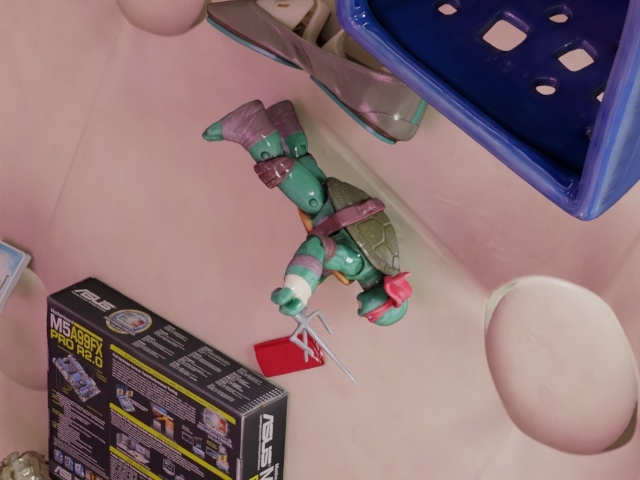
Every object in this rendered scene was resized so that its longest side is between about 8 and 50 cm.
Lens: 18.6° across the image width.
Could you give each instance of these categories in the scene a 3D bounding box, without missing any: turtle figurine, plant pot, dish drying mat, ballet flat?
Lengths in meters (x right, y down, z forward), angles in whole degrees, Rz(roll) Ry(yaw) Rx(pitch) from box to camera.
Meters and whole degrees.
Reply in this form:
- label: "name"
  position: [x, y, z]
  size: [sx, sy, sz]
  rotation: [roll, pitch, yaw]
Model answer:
- label: "turtle figurine"
  position: [0.000, 0.000, 1.541]
  size: [0.234, 0.118, 0.175]
  rotation: [60, 180, 7]
- label: "plant pot"
  position: [0.164, -0.193, 1.167]
  size: [0.236, 0.212, 0.236]
  rotation: [42, 150, 25]
- label: "dish drying mat"
  position: [-0.028, 0.100, 1.695]
  size: [0.083, 0.008, 0.032]
  rotation: [-16, 98, 49]
- label: "ballet flat"
  position: [0.003, -0.150, 1.508]
  size: [0.213, 0.072, 0.068]
  rotation: [36, 104, 28]

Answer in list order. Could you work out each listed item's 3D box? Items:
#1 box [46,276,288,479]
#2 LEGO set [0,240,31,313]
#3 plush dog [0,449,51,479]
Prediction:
- label: "box"
  position: [-0.149, 0.184, 1.826]
  size: [0.270, 0.060, 0.216]
  rotation: [27, 126, 35]
- label: "LEGO set"
  position: [-0.418, 0.085, 1.955]
  size: [0.182, 0.060, 0.244]
  rotation: [25, 84, 37]
- label: "plush dog"
  position: [-0.372, 0.302, 1.910]
  size: [0.225, 0.262, 0.210]
  rotation: [29, 98, -11]
